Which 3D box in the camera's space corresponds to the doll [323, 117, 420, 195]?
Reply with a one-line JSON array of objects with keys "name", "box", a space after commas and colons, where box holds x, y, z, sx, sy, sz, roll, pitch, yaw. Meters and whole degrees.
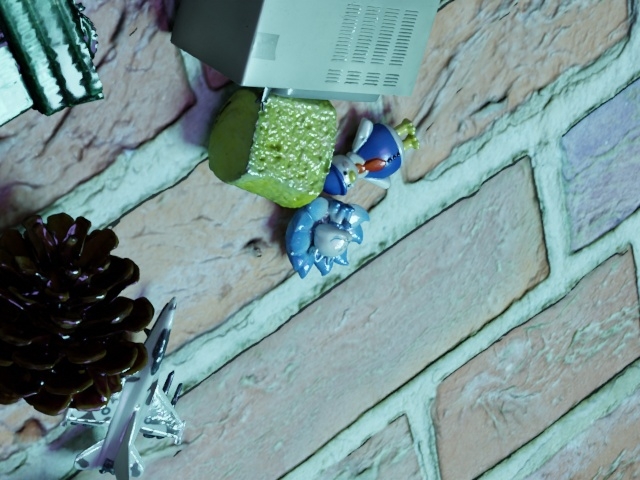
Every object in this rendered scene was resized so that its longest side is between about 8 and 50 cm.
[{"name": "doll", "box": [0.049, -0.093, 2.236, 0.143, 0.058, 0.098, -29, 125, -19]}]

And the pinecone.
[{"name": "pinecone", "box": [-0.266, 0.067, 1.941, 0.208, 0.208, 0.207, -22, 128, -31]}]

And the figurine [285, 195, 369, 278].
[{"name": "figurine", "box": [0.000, 0.000, 2.228, 0.114, 0.079, 0.114, -29, 135, -34]}]

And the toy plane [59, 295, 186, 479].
[{"name": "toy plane", "box": [-0.209, 0.169, 2.157, 0.160, 0.082, 0.234, 14, 90, -36]}]

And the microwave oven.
[{"name": "microwave oven", "box": [-0.012, -0.246, 2.017, 0.240, 0.145, 0.194, -1, 118, -42]}]

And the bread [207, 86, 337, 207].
[{"name": "bread", "box": [-0.054, -0.105, 2.092, 0.114, 0.111, 0.129, 14, 83, -41]}]

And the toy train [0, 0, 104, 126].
[{"name": "toy train", "box": [-0.321, -0.231, 1.755, 0.178, 0.138, 0.330, -33, 133, -17]}]
